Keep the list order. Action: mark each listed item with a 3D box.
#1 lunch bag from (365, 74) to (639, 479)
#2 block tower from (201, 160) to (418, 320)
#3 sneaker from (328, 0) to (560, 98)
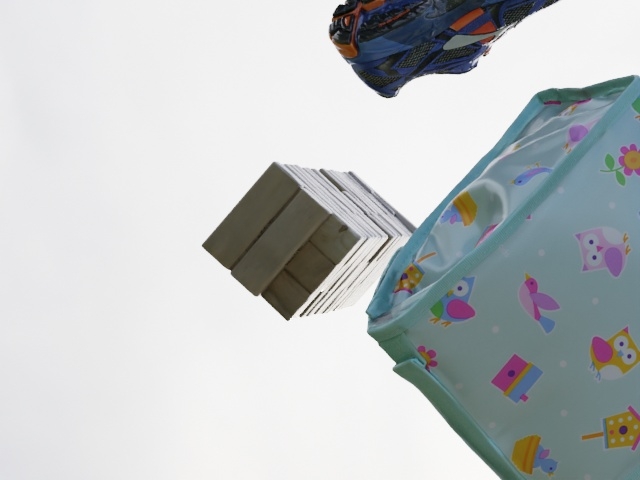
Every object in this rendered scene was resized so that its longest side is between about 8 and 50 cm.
[{"bbox_3d":[0.175,0.048,1.434,0.223,0.262,0.160,49,-21,-18],"label":"lunch bag"},{"bbox_3d":[0.000,0.000,1.674,0.091,0.097,0.335,43,10,8],"label":"block tower"},{"bbox_3d":[0.118,-0.182,1.582,0.221,0.083,0.087,-20,-46,4],"label":"sneaker"}]
